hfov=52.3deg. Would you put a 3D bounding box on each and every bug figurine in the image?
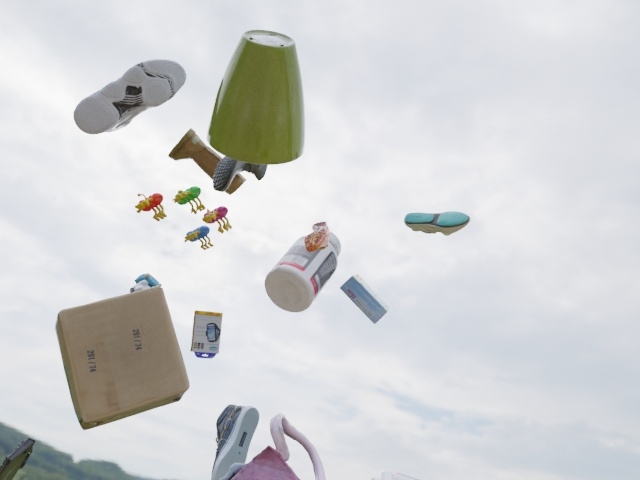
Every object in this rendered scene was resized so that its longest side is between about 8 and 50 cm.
[{"bbox_3d":[-0.385,-0.078,1.886,0.216,0.072,0.279,-19,-39,29],"label":"bug figurine"}]

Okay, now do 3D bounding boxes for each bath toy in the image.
[{"bbox_3d":[-0.653,0.266,2.343,0.129,0.348,0.151,-35,-67,15],"label":"bath toy"}]

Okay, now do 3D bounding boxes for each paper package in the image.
[{"bbox_3d":[-0.559,0.326,1.839,0.310,0.324,0.168,-13,-17,-24],"label":"paper package"}]

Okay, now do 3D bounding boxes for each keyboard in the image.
[{"bbox_3d":[-0.663,0.487,1.393,0.023,0.108,0.180,41,-63,4],"label":"keyboard"}]

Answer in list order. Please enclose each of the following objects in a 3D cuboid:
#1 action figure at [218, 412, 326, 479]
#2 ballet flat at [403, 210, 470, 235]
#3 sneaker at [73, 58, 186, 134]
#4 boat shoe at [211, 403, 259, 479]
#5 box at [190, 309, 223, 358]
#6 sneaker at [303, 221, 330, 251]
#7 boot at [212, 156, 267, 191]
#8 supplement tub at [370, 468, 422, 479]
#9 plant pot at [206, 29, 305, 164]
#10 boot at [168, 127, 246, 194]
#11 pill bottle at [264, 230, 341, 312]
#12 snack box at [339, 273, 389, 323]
[{"bbox_3d":[0.008,0.457,0.868,0.370,0.275,0.248,22,-20,50],"label":"action figure"},{"bbox_3d":[0.404,-0.055,2.227,0.249,0.086,0.086,6,-26,39],"label":"ballet flat"},{"bbox_3d":[-0.598,-0.452,2.053,0.137,0.366,0.210,61,-9,-15],"label":"sneaker"},{"bbox_3d":[-0.200,0.443,1.412,0.083,0.183,0.065,-5,-40,44],"label":"boat shoe"},{"bbox_3d":[-0.333,0.275,1.903,0.081,0.136,0.028,9,-10,-23],"label":"box"},{"bbox_3d":[0.000,0.000,1.793,0.064,0.175,0.067,-13,-75,18],"label":"sneaker"},{"bbox_3d":[-0.244,-0.240,2.141,0.084,0.246,0.161,0,-27,45],"label":"boot"},{"bbox_3d":[0.203,0.529,1.138,0.273,0.191,0.191,17,-27,2],"label":"supplement tub"},{"bbox_3d":[-0.153,-0.395,1.735,0.275,0.274,0.293,13,-58,1],"label":"plant pot"},{"bbox_3d":[-0.422,-0.268,2.402,0.269,0.089,0.236,43,-23,-13],"label":"boot"},{"bbox_3d":[-0.046,0.089,2.221,0.177,0.318,0.176,13,-56,20],"label":"pill bottle"},{"bbox_3d":[0.159,0.203,2.295,0.174,0.070,0.207,46,6,8],"label":"snack box"}]
